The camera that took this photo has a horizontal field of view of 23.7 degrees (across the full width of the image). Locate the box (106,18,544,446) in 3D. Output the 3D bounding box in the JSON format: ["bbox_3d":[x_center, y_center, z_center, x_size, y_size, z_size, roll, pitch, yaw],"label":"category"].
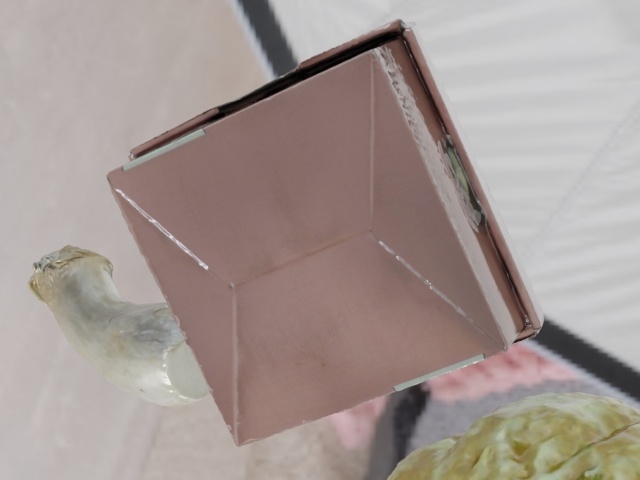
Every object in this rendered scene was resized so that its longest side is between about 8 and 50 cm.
[{"bbox_3d":[0.000,0.000,0.966,0.215,0.215,0.086,66,22,-5],"label":"box"}]

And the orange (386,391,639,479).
[{"bbox_3d":[0.156,0.235,1.172,0.271,0.368,0.210,15,50,-54],"label":"orange"}]

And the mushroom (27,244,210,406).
[{"bbox_3d":[-0.169,0.071,1.288,0.081,0.223,0.092,20,92,-45],"label":"mushroom"}]
